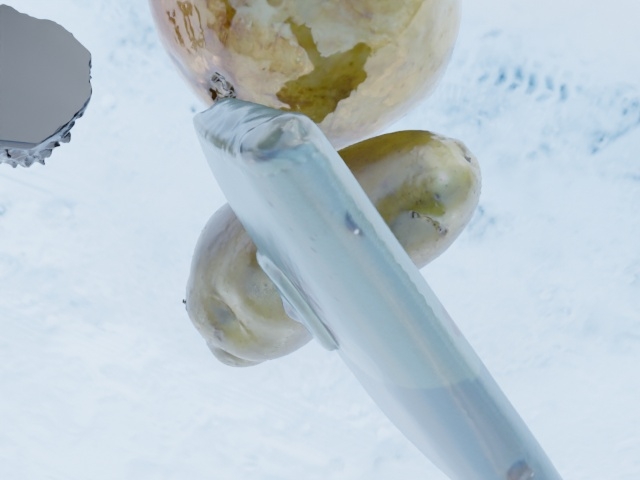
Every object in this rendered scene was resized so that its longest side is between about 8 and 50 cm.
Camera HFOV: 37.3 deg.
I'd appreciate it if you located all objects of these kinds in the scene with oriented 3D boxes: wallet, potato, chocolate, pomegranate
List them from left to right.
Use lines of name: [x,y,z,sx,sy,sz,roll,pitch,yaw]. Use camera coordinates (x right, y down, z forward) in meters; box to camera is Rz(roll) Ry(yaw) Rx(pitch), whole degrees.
chocolate: [-0.274,-0.111,0.846,0.156,0.133,0.156,6,59,-10]
potato: [0.000,0.000,0.959,0.369,0.195,0.176,-30,83,28]
pomegranate: [0.004,-0.306,1.127,0.410,0.410,0.410,0,73,1]
wallet: [0.029,0.047,0.712,0.083,0.252,0.360,-39,113,-11]
